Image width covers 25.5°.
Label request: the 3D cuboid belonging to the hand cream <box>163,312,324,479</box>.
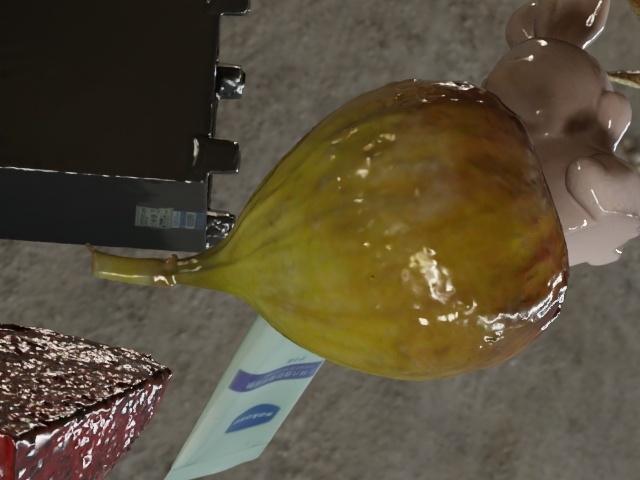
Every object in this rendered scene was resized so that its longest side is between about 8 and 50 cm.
[{"bbox_3d":[-0.019,0.064,1.050,0.109,0.321,0.067,-9,50,-48],"label":"hand cream"}]

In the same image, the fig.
[{"bbox_3d":[0.000,0.000,0.750,0.159,0.257,0.159,-4,90,-83],"label":"fig"}]

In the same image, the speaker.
[{"bbox_3d":[-0.199,-0.129,1.352,0.253,0.184,0.232,4,68,-5],"label":"speaker"}]

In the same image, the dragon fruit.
[{"bbox_3d":[-0.321,0.192,1.455,0.205,0.152,0.317,23,16,19],"label":"dragon fruit"}]

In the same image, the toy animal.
[{"bbox_3d":[0.139,-0.086,0.915,0.124,0.124,0.213,22,50,-45],"label":"toy animal"}]

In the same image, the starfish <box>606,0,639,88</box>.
[{"bbox_3d":[0.378,-0.177,1.370,0.295,0.048,0.231,0,40,-14],"label":"starfish"}]
